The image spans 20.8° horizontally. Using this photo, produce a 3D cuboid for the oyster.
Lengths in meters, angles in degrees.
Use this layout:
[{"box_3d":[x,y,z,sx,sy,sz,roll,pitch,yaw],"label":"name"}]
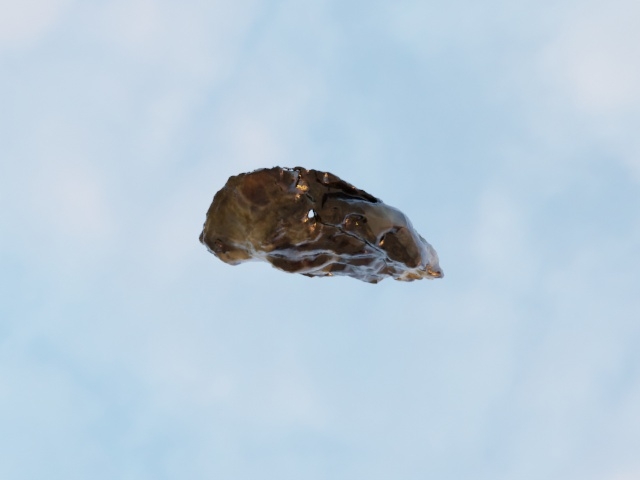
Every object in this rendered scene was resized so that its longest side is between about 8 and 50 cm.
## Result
[{"box_3d":[0.003,0.001,0.587,0.083,0.019,0.054,14,-37,-16],"label":"oyster"}]
